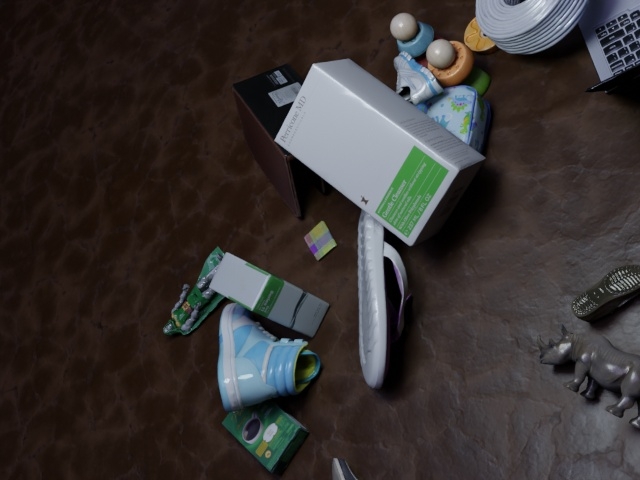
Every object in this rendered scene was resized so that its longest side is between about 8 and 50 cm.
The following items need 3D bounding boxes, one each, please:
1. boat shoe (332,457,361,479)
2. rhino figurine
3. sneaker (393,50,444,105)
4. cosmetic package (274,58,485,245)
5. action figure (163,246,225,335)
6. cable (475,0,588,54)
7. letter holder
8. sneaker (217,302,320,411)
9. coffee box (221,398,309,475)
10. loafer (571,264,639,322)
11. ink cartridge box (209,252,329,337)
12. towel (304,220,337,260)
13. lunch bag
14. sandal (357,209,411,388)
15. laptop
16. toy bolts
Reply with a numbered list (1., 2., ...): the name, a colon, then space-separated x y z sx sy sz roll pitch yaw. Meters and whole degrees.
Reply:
1. boat shoe: 0.076 0.491 1.837 0.064 0.075 0.206 -10 42 -16
2. rhino figurine: 0.462 0.214 1.658 0.243 0.073 0.106 30 91 45
3. sneaker: 0.181 -0.334 2.053 0.083 0.071 0.191 -40 29 3
4. cosmetic package: 0.115 -0.181 1.956 0.365 0.155 0.197 37 119 17
5. action figure: -0.287 0.138 2.297 0.232 0.063 0.137 -50 50 11
6. cable: 0.425 -0.499 1.959 0.257 0.089 0.257 -61 35 4
7. letter holder: -0.063 -0.226 2.271 0.152 0.214 0.302 -24 48 -14
8. sneaker: -0.106 0.233 2.078 0.208 0.127 0.319 -9 33 2
9. coffee box: -0.115 0.388 2.039 0.184 0.040 0.113 32 88 43
10. loafer: 0.503 0.093 1.708 0.148 0.050 0.056 -28 54 4
11. ink cartridge box: -0.105 0.117 2.062 0.153 0.208 0.087 23 85 44
12. towel: 0.000 0.000 2.177 0.060 0.009 0.083 -41 49 13
13. lunch bag: 0.238 -0.223 2.052 0.218 0.090 0.176 -3 66 36
14. sandal: 0.133 0.089 1.956 0.102 0.169 0.417 2 61 -5
15. laptop: 0.633 -0.448 1.764 0.381 0.236 0.408 -26 53 24
16. toy bolts: 0.263 -0.435 2.099 0.228 0.158 0.218 27 85 43
